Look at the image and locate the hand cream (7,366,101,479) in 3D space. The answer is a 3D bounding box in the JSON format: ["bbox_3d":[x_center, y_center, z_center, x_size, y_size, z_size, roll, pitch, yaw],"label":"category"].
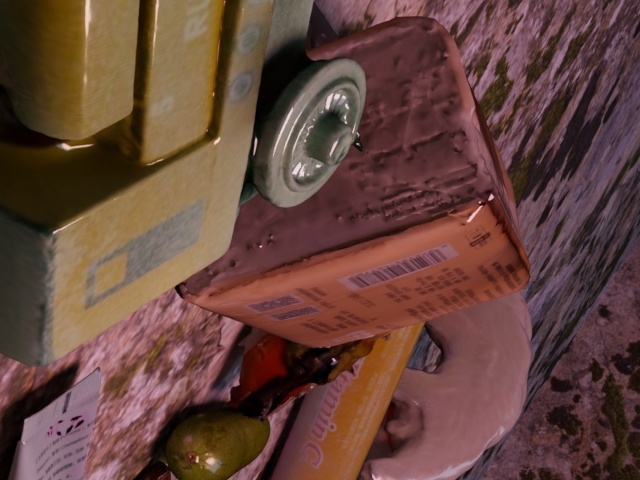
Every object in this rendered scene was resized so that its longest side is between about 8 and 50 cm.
[{"bbox_3d":[-0.214,0.244,0.994,0.085,0.058,0.331,-31,147,-54],"label":"hand cream"}]

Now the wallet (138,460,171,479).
[{"bbox_3d":[-0.191,0.276,1.168,0.176,0.026,0.095,-48,153,-36],"label":"wallet"}]

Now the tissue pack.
[{"bbox_3d":[0.019,-0.059,0.979,0.238,0.238,0.305,-59,163,-2],"label":"tissue pack"}]

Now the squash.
[{"bbox_3d":[-0.089,0.183,1.241,0.066,0.066,0.201,-63,168,9],"label":"squash"}]

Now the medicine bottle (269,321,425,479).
[{"bbox_3d":[0.028,0.189,1.497,0.108,0.108,0.426,-26,142,-61],"label":"medicine bottle"}]

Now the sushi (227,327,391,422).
[{"bbox_3d":[0.006,0.076,1.223,0.226,0.103,0.097,-37,150,14],"label":"sushi"}]

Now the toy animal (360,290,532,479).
[{"bbox_3d":[0.149,0.172,1.759,0.188,0.266,0.308,112,-30,-70],"label":"toy animal"}]

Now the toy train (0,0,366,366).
[{"bbox_3d":[-0.078,-0.130,0.631,0.253,0.160,0.397,-34,149,-40],"label":"toy train"}]
